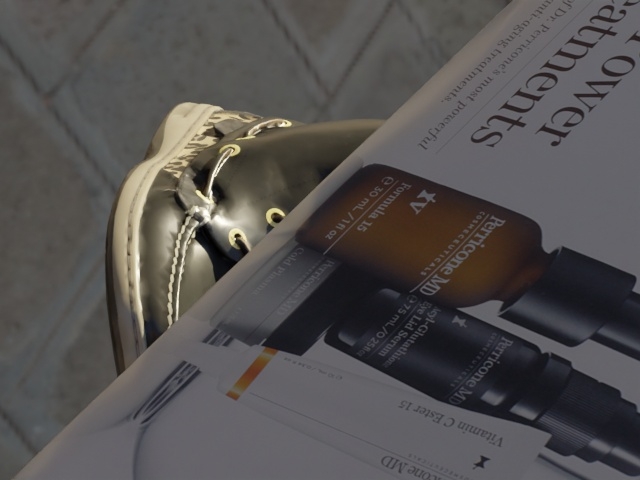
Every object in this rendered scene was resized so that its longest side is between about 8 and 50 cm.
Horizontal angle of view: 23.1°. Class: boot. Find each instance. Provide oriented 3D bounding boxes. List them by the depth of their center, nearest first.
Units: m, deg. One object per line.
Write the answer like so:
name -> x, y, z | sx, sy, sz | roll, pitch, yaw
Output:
boot -> 0.000, 0.000, 1.185 | 0.377, 0.284, 0.138 | -78, 166, -63

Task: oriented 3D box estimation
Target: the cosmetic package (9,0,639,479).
cosmetic package -> 0.114, 0.043, 0.576 | 0.377, 0.284, 0.097 | -45, 136, -23
